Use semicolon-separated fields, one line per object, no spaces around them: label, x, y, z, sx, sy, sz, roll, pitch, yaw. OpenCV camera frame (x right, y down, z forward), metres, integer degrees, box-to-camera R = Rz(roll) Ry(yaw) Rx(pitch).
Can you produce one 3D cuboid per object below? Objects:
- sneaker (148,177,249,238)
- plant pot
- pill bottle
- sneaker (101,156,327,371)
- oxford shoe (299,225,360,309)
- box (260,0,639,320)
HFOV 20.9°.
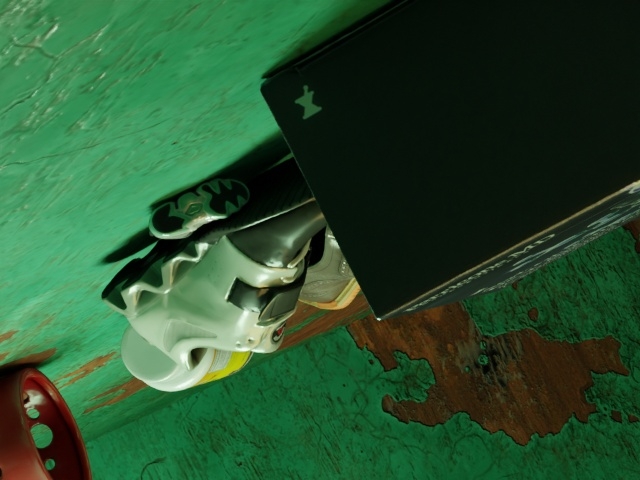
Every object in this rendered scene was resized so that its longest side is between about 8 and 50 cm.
sneaker;-0.116;-0.027;1.616;0.098;0.038;0.069;-18;175;-13
plant pot;-0.396;0.275;2.136;0.174;0.191;0.191;-25;173;8
pill bottle;-0.168;0.125;2.180;0.117;0.117;0.215;-29;172;18
sneaker;-0.057;0.028;1.676;0.330;0.146;0.122;-30;-165;42
oxford shoe;0.000;0.000;2.049;0.132;0.130;0.363;11;166;-20
box;0.179;-0.101;1.445;0.293;0.212;0.395;-29;172;18
